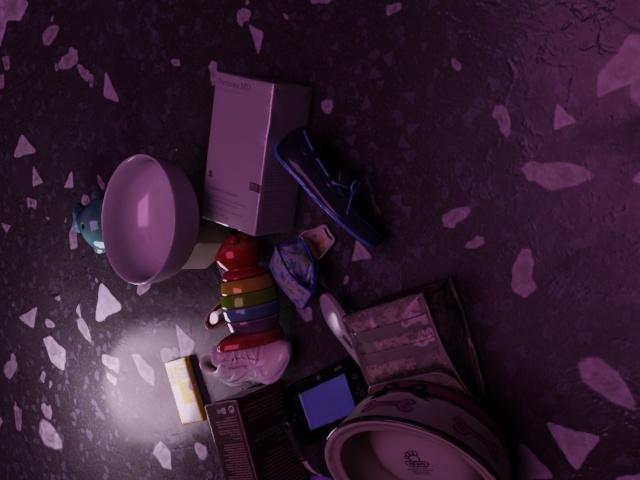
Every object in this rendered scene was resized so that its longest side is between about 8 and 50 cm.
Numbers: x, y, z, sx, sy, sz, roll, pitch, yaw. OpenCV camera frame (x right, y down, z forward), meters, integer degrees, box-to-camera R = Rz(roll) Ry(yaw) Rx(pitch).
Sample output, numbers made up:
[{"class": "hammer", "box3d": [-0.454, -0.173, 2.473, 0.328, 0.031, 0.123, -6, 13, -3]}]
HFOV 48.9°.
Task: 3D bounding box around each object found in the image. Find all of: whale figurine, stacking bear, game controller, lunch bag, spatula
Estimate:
[{"class": "whale figurine", "box3d": [-0.740, -0.059, 2.289, 0.272, 0.141, 0.216, 11, 105, 37]}, {"class": "stacking bear", "box3d": [-0.197, 0.126, 1.844, 0.164, 0.175, 0.288, -10, 93, 18]}, {"class": "game controller", "box3d": [0.025, 0.416, 1.820, 0.319, 0.067, 0.166, -33, 77, 36]}, {"class": "lunch bag", "box3d": [0.215, 0.259, 1.585, 0.235, 0.169, 0.286, -21, 91, 38]}, {"class": "lunch bag", "box3d": [-0.059, 0.088, 1.785, 0.129, 0.096, 0.151, 113, 136, -62]}, {"class": "spatula", "box3d": [-0.030, 0.595, 1.872, 0.084, 0.030, 0.296, -10, 116, 38]}]

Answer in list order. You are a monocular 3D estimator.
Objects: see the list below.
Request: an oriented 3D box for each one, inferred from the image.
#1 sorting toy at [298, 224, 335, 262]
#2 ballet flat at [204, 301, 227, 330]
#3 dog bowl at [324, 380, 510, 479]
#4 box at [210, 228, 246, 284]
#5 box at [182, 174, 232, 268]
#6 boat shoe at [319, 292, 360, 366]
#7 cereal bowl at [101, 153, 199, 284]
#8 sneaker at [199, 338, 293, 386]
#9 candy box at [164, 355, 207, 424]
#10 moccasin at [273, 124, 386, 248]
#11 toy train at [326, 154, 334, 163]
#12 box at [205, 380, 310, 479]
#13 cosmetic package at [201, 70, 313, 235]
[{"class": "sorting toy", "box3d": [0.000, 0.000, 1.787, 0.075, 0.045, 0.083, -40, 74, 28]}, {"class": "ballet flat", "box3d": [-0.245, 0.184, 1.982, 0.248, 0.086, 0.086, -40, 73, 35]}, {"class": "dog bowl", "box3d": [0.223, 0.473, 1.532, 0.408, 0.150, 0.407, 16, 133, 18]}, {"class": "box", "box3d": [-0.258, 0.043, 2.001, 0.162, 0.029, 0.116, -31, 78, 39]}, {"class": "box", "box3d": [-0.368, -0.052, 1.988, 0.149, 0.127, 0.232, -41, 63, 34]}, {"class": "boat shoe", "box3d": [0.079, 0.216, 1.743, 0.219, 0.070, 0.078, 56, 148, 11]}, {"class": "cereal bowl", "box3d": [-0.431, -0.053, 1.864, 0.339, 0.141, 0.338, -2, 87, 41]}, {"class": "sneaker", "box3d": [-0.207, 0.332, 1.925, 0.305, 0.152, 0.114, -24, 49, 37]}, {"class": "candy box", "box3d": [-0.421, 0.469, 2.202, 0.105, 0.027, 0.205, -21, 84, 41]}, {"class": "moccasin", "box3d": [0.037, -0.130, 1.650, 0.117, 0.138, 0.342, -45, 89, 9]}, {"class": "toy train", "box3d": [0.031, -0.134, 1.740, 0.027, 0.036, 0.158, -17, 87, 39]}, {"class": "box", "box3d": [-0.157, 0.595, 1.917, 0.143, 0.191, 0.381, -21, 84, 39]}, {"class": "cosmetic package", "box3d": [-0.166, -0.225, 1.803, 0.217, 0.156, 0.384, 18, 109, 37]}]
